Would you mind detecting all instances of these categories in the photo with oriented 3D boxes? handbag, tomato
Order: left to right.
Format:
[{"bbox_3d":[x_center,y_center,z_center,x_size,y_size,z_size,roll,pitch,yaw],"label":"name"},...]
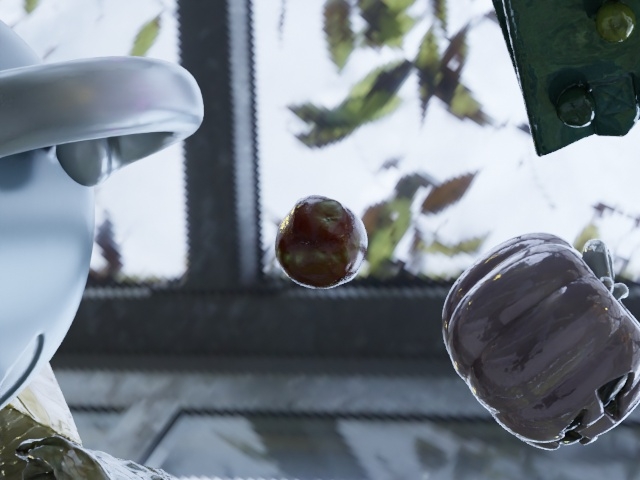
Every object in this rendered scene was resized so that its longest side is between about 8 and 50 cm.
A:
[{"bbox_3d":[0.000,0.000,1.700,0.087,0.087,0.075,12,-49,16],"label":"tomato"},{"bbox_3d":[0.262,-0.197,1.401,0.269,0.100,0.274,-20,-44,-1],"label":"handbag"}]

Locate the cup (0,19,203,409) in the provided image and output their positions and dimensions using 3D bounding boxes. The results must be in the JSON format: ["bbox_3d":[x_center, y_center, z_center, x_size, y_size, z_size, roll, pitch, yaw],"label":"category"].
[{"bbox_3d":[-0.214,-0.023,0.864,0.357,0.274,0.259,-15,-92,20],"label":"cup"}]

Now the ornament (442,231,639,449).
[{"bbox_3d":[0.194,0.078,1.560,0.177,0.177,0.177,11,-57,17],"label":"ornament"}]

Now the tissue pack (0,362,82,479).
[{"bbox_3d":[-0.444,0.109,1.851,0.293,0.228,0.382,-33,-119,9],"label":"tissue pack"}]

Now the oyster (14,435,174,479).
[{"bbox_3d":[-0.063,0.227,1.010,0.341,0.110,0.166,58,-24,-16],"label":"oyster"}]
